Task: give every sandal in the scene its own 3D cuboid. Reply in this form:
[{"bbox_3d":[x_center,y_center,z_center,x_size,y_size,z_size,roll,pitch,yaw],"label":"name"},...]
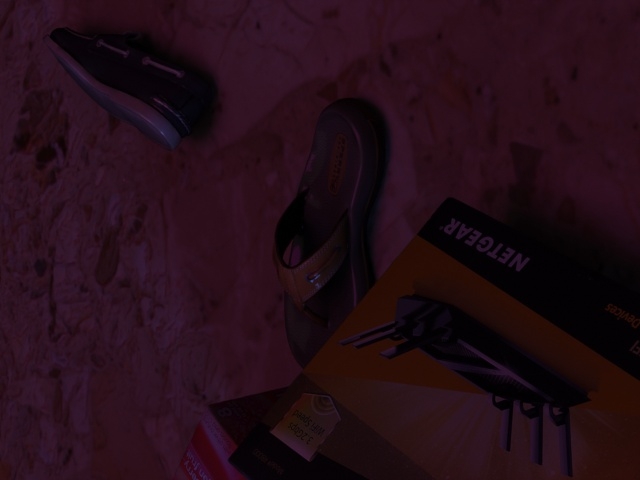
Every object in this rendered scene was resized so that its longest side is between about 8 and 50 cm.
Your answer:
[{"bbox_3d":[0.000,0.000,1.521,0.090,0.060,0.219,29,117,42],"label":"sandal"}]

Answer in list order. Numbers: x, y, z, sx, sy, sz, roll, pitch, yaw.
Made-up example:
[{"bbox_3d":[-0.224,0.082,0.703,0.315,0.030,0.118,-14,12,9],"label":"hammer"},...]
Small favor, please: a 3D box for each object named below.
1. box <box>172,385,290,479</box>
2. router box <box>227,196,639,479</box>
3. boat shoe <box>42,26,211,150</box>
[{"bbox_3d":[0.004,0.244,1.513,0.257,0.122,0.128,50,130,30],"label":"box"},{"bbox_3d":[0.116,0.129,1.272,0.243,0.081,0.309,-50,40,-9],"label":"router box"},{"bbox_3d":[-0.164,-0.142,1.695,0.065,0.075,0.206,-47,44,-8],"label":"boat shoe"}]
